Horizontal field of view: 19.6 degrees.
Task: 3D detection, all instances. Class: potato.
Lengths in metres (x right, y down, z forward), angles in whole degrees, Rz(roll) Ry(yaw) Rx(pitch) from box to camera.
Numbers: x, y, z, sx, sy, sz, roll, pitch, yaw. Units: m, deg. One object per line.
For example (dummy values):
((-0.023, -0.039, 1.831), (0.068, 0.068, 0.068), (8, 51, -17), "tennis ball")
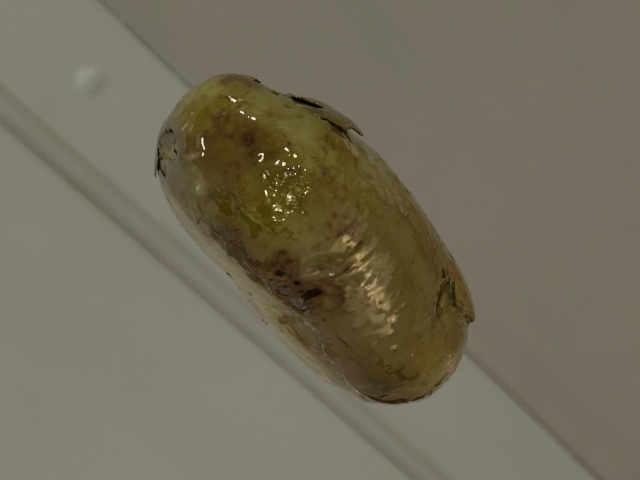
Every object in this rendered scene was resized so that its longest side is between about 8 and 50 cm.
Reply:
((0.000, 0.000, 0.727), (0.080, 0.170, 0.107), (-37, 35, 0), "potato")
